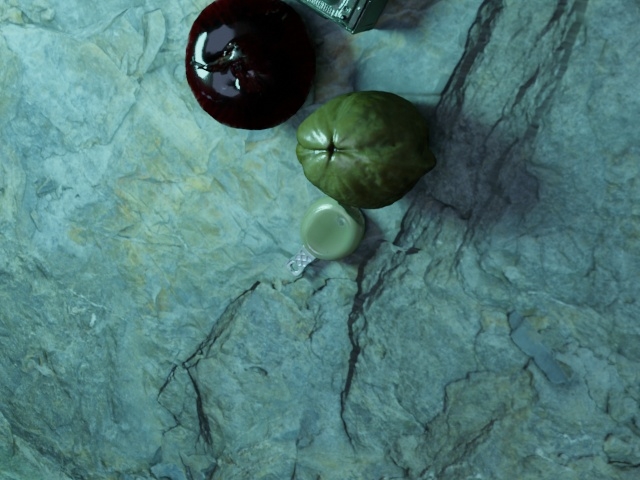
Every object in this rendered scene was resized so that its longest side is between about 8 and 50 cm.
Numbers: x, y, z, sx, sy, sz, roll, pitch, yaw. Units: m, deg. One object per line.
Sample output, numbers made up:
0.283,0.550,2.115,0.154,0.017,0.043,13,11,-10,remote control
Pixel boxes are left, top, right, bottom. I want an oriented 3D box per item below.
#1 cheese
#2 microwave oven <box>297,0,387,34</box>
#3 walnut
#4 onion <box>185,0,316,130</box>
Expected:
0.000,0.000,1.740,0.137,0.064,0.227,47,122,4,cheese
0.028,-0.505,1.496,0.205,0.129,0.163,34,119,11,microwave oven
0.089,-0.171,1.511,0.283,0.283,0.227,10,101,22,walnut
-0.143,-0.352,1.558,0.273,0.285,0.273,1,98,5,onion
